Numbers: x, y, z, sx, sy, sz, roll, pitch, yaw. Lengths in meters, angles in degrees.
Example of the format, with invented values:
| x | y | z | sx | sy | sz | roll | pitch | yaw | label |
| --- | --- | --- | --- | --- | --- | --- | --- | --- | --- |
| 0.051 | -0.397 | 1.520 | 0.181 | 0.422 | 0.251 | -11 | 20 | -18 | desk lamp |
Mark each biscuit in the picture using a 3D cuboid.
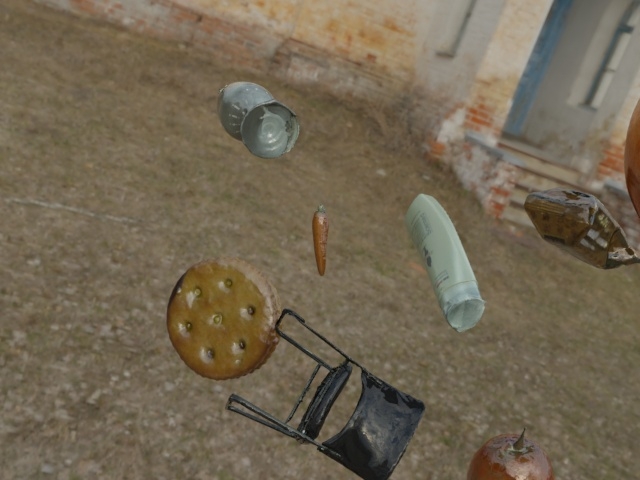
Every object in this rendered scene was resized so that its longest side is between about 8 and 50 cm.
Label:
| x | y | z | sx | sy | sz | roll | pitch | yaw | label |
| --- | --- | --- | --- | --- | --- | --- | --- | --- | --- |
| -0.170 | 0.135 | 1.318 | 0.220 | 0.220 | 0.066 | 25 | 5 | 17 | biscuit |

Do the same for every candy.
| x | y | z | sx | sy | sz | roll | pitch | yaw | label |
| --- | --- | --- | --- | --- | --- | --- | --- | --- | --- |
| 0.484 | -0.009 | 1.374 | 0.143 | 0.101 | 0.271 | 21 | -7 | 44 | candy |

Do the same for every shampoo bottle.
| x | y | z | sx | sy | sz | roll | pitch | yaw | label |
| --- | --- | --- | --- | --- | --- | --- | --- | --- | --- |
| 0.160 | 0.024 | 0.994 | 0.049 | 0.072 | 0.212 | 14 | 35 | -21 | shampoo bottle |

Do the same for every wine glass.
| x | y | z | sx | sy | sz | roll | pitch | yaw | label |
| --- | --- | --- | --- | --- | --- | --- | --- | --- | --- |
| -0.136 | -0.252 | 1.549 | 0.126 | 0.126 | 0.241 | 14 | 15 | -25 | wine glass |

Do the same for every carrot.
| x | y | z | sx | sy | sz | roll | pitch | yaw | label |
| --- | --- | --- | --- | --- | --- | --- | --- | --- | --- |
| 0.000 | 0.000 | 1.487 | 0.035 | 0.142 | 0.035 | 0 | 4 | 0 | carrot |

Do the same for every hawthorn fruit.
| x | y | z | sx | sy | sz | roll | pitch | yaw | label |
| --- | --- | --- | --- | --- | --- | --- | --- | --- | --- |
| 0.313 | 0.373 | 1.235 | 0.149 | 0.189 | 0.149 | 8 | 5 | -1 | hawthorn fruit |

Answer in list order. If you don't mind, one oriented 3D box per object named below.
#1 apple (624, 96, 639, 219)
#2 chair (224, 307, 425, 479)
| x | y | z | sx | sy | sz | roll | pitch | yaw | label |
| --- | --- | --- | --- | --- | --- | --- | --- | --- | --- |
| 0.556 | -0.114 | 1.034 | 0.299 | 0.275 | 0.299 | 43 | 0 | 0 | apple |
| 0.006 | 0.212 | 0.994 | 0.221 | 0.140 | 0.145 | 31 | -18 | 1 | chair |
